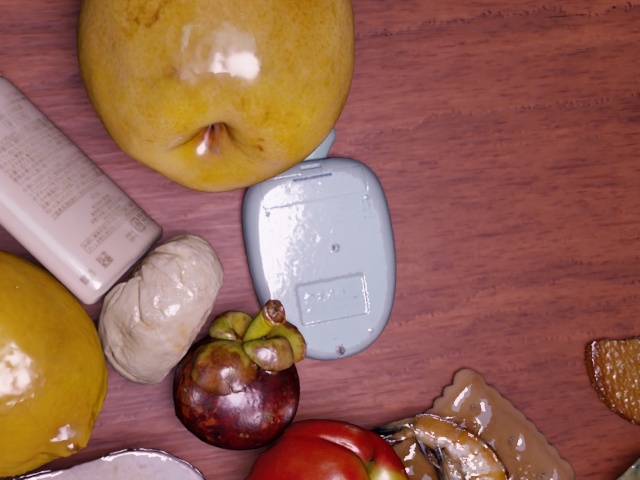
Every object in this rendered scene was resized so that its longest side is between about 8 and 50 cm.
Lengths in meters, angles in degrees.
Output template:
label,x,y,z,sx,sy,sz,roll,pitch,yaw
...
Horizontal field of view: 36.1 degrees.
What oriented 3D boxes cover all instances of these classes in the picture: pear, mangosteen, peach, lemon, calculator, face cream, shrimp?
label,x,y,z,sx,sy,sz,roll,pitch,yaw
pear,-0.110,-0.213,1.053,0.315,0.314,0.314,0,90,-10
mangosteen,-0.097,0.145,1.121,0.146,0.156,0.181,3,112,17
peach,-0.013,0.307,1.095,0.226,0.189,0.196,-35,128,27
lemon,-0.359,0.125,1.038,0.236,0.236,0.263,-36,100,-9
calculator,0.000,0.000,1.198,0.184,0.042,0.295,-11,93,-10
face cream,-0.336,-0.089,1.082,0.348,0.173,0.081,44,117,-7
shrimp,0.096,0.327,1.177,0.198,0.051,0.262,36,87,3

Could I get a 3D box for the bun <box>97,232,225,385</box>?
label,x,y,z,sx,sy,sz,roll,pitch,yaw
bun,-0.183,0.073,1.102,0.111,0.188,0.164,32,50,-4

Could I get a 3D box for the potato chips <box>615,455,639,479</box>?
label,x,y,z,sx,sy,sz,roll,pitch,yaw
potato chips,0.577,0.300,1.265,0.389,0.097,0.373,35,84,-15

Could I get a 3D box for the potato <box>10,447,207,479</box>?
label,x,y,z,sx,sy,sz,roll,pitch,yaw
potato,-0.258,0.370,1.060,0.300,0.196,0.246,-14,64,-25

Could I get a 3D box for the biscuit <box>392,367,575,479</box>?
label,x,y,z,sx,sy,sz,roll,pitch,yaw
biscuit,0.152,0.340,1.225,0.217,0.044,0.325,45,83,-6

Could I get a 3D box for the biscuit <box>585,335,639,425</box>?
label,x,y,z,sx,sy,sz,roll,pitch,yaw
biscuit,0.442,0.183,1.286,0.206,0.025,0.125,1,89,-10
